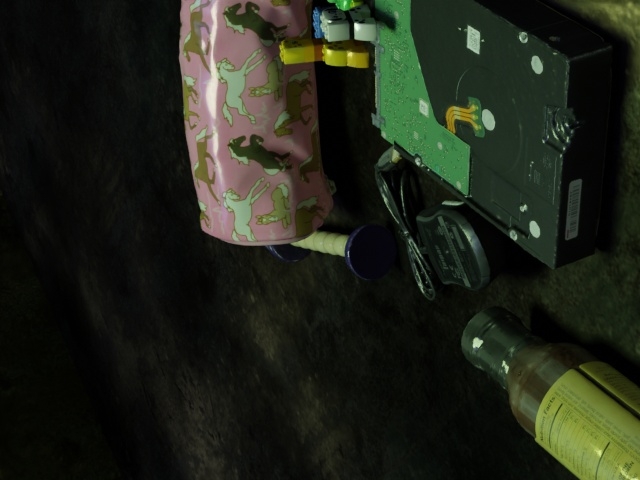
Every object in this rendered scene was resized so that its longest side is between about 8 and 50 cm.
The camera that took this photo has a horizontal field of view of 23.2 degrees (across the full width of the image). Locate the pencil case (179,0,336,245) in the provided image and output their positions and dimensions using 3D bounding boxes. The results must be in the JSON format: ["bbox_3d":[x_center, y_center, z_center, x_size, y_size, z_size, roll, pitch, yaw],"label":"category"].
[{"bbox_3d":[-0.081,-0.192,1.918,0.160,0.167,0.386,11,115,40],"label":"pencil case"}]

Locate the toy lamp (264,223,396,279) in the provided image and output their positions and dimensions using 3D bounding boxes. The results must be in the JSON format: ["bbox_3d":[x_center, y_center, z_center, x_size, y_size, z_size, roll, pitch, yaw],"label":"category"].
[{"bbox_3d":[0.000,0.000,2.022,0.274,0.080,0.080,14,120,59],"label":"toy lamp"}]

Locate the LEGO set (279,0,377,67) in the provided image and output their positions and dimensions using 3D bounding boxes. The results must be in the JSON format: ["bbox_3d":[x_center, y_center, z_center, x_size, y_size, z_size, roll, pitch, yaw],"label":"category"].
[{"bbox_3d":[-0.003,-0.245,1.743,0.227,0.093,0.087,-108,13,-58],"label":"LEGO set"}]

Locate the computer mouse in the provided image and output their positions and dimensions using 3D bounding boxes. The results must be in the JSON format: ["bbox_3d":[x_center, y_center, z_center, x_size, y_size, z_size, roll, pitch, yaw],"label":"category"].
[{"bbox_3d":[0.138,-0.032,1.737,0.184,0.060,0.262,67,167,0],"label":"computer mouse"}]

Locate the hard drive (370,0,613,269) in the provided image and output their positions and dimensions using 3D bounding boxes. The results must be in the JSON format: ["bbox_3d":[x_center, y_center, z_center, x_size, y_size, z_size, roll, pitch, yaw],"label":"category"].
[{"bbox_3d":[0.164,-0.151,1.588,0.339,0.064,0.237,41,141,47],"label":"hard drive"}]

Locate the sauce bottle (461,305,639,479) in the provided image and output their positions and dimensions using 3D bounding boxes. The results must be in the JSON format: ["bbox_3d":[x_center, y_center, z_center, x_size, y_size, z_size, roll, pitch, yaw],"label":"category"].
[{"bbox_3d":[0.267,0.173,1.553,0.344,0.111,0.111,43,143,49],"label":"sauce bottle"}]
